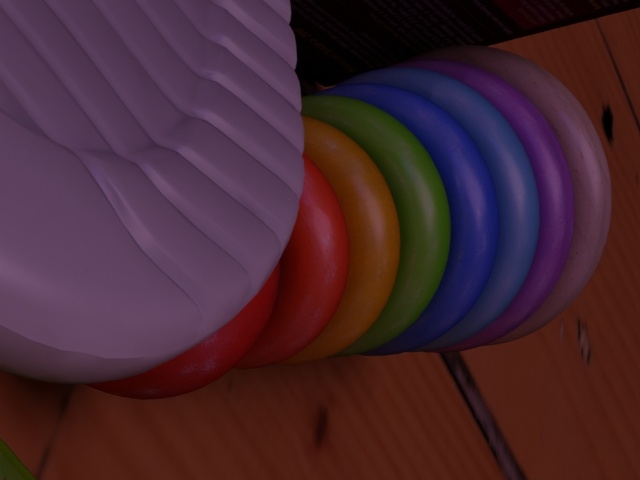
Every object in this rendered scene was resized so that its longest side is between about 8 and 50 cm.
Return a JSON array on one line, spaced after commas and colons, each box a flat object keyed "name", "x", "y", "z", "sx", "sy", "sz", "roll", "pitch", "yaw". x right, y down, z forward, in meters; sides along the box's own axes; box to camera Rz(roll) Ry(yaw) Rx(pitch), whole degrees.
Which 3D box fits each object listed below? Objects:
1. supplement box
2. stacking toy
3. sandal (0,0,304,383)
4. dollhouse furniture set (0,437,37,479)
[{"name": "supplement box", "x": 0.077, "y": -0.144, "z": 0.829, "sx": 0.130, "sy": 0.239, "sz": 0.073, "roll": 29, "pitch": 52, "yaw": -61}, {"name": "stacking toy", "x": 0.000, "y": 0.000, "z": 0.745, "sx": 0.330, "sy": 0.141, "sz": 0.141, "roll": -17, "pitch": 95, "yaw": -61}, {"name": "sandal", "x": -0.089, "y": -0.073, "z": 0.573, "sx": 0.169, "sy": 0.102, "sz": 0.416, "roll": 43, "pitch": 23, "yaw": -20}, {"name": "dollhouse furniture set", "x": -0.156, "y": 0.187, "z": 0.368, "sx": 0.197, "sy": 0.151, "sz": 0.301, "roll": 51, "pitch": 47, "yaw": -10}]
